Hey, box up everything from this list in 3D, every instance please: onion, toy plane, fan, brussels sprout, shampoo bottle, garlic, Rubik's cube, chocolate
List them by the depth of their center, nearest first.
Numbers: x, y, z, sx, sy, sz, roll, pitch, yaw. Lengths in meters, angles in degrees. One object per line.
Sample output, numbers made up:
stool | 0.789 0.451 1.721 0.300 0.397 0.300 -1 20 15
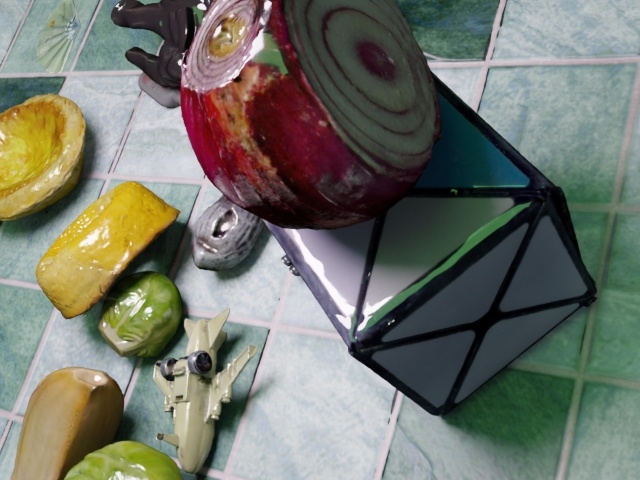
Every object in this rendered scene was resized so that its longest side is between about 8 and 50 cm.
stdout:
onion | -0.035 -0.158 1.006 0.260 0.282 0.337 -29 61 35
Rubik's cube | 0.145 0.001 1.175 0.310 0.307 0.305 -38 51 5
brussels sprout | -0.287 0.413 1.303 0.223 0.161 0.223 -1 85 17
garlic | -0.432 0.358 1.382 0.151 0.196 0.338 25 81 -6
toy plane | -0.198 0.237 1.387 0.242 0.104 0.256 -16 51 39
chocolate | -0.133 -0.050 1.491 0.110 0.110 0.248 35 82 37
brussels sprout | -0.312 0.121 1.494 0.155 0.117 0.155 -9 48 11
shampoo bottle | -0.304 -0.308 1.760 0.080 0.040 0.165 -47 51 -5
fan | -0.618 -0.481 2.050 0.131 0.009 0.240 -17 58 24

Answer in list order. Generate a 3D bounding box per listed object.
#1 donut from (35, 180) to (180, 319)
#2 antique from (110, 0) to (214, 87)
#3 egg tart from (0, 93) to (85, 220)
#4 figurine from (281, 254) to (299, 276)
donut | -0.381 0.007 1.520 0.277 0.108 0.277 -37 20 16
antique | -0.241 -0.443 1.691 0.322 0.185 0.255 -51 58 7
egg tart | -0.591 -0.158 1.793 0.319 0.128 0.319 -13 58 22
figurine | 0.004 0.000 1.419 0.077 0.079 0.136 50 118 16
